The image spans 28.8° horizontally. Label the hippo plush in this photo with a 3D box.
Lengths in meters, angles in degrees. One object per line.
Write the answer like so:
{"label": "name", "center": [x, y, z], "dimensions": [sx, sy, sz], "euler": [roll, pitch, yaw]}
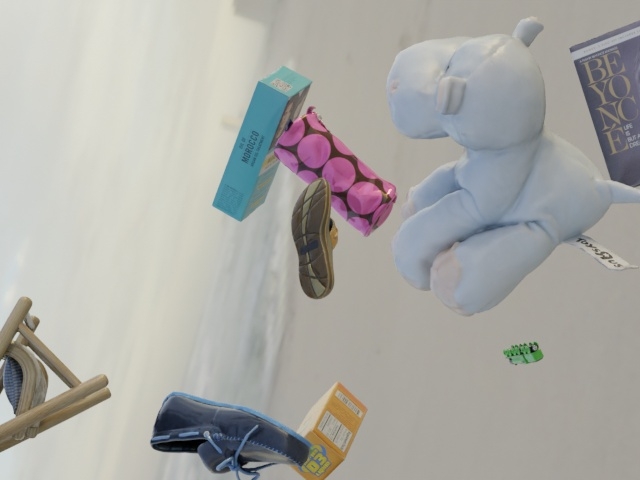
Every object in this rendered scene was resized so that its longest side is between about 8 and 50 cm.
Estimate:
{"label": "hippo plush", "center": [0.159, -0.079, 1.247], "dimensions": [0.234, 0.237, 0.294], "euler": [-47, 36, -20]}

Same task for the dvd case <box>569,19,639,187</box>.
{"label": "dvd case", "center": [0.454, -0.195, 1.722], "dimensions": [0.018, 0.164, 0.221], "euler": [12, -119, -65]}

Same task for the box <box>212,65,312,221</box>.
{"label": "box", "center": [-0.096, -0.158, 2.037], "dimensions": [0.100, 0.060, 0.244], "euler": [-45, -19, -58]}

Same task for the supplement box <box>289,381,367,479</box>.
{"label": "supplement box", "center": [0.010, 0.315, 2.040], "dimensions": [0.078, 0.080, 0.233], "euler": [-47, -2, 18]}

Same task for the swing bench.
{"label": "swing bench", "center": [-0.422, 0.229, 1.643], "dimensions": [0.254, 0.165, 0.253], "euler": [-45, 0, -14]}

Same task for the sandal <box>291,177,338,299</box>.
{"label": "sandal", "center": [0.000, 0.000, 1.779], "dimensions": [0.072, 0.049, 0.180], "euler": [-21, 65, 38]}

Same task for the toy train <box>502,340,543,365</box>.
{"label": "toy train", "center": [0.233, 0.131, 1.435], "dimensions": [0.024, 0.017, 0.083], "euler": [63, 164, 2]}

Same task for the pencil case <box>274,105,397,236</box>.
{"label": "pencil case", "center": [0.027, -0.105, 1.907], "dimensions": [0.098, 0.209, 0.095], "euler": [-48, -5, 8]}

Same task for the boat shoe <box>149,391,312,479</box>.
{"label": "boat shoe", "center": [-0.117, 0.267, 1.609], "dimensions": [0.258, 0.109, 0.089], "euler": [2, 55, 47]}
